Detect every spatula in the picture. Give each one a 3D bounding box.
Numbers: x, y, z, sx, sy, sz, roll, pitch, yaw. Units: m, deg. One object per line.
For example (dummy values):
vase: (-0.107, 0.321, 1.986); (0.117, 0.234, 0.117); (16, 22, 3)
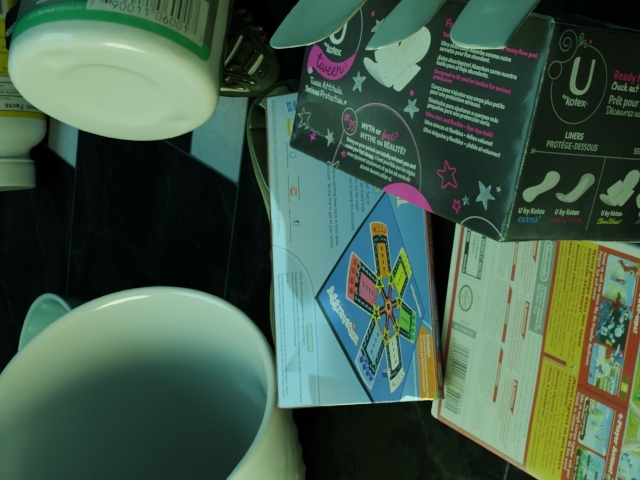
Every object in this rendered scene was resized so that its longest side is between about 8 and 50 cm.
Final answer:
spatula: (0.087, -0.188, 0.712); (0.168, 0.242, 0.019); (2, 130, 35)

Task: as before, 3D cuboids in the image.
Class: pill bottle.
pill bottle: (-0.179, -0.302, 1.087); (0.204, 0.204, 0.361); (-26, 51, 54)
pill bottle: (-0.530, -0.246, 1.696); (0.188, 0.187, 0.334); (-3, 90, 56)

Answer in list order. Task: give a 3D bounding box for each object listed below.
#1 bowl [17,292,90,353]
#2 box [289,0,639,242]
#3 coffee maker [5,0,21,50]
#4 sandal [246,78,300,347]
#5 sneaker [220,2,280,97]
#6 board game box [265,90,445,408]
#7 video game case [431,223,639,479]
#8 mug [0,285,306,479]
bowl: (-0.257, 0.216, 1.361); (0.311, 0.163, 0.312); (7, 98, 56)
box: (0.118, -0.101, 0.768); (0.247, 0.163, 0.142); (30, 114, 51)
coffee maker: (-0.366, -0.324, 1.531); (0.178, 0.120, 0.171); (-18, 51, 54)
sandal: (0.001, -0.001, 1.023); (0.086, 0.120, 0.303); (115, 147, -80)
sneaker: (-0.140, -0.212, 1.217); (0.271, 0.108, 0.100); (22, 76, 39)
board game box: (0.027, 0.001, 0.939); (0.145, 0.027, 0.282); (-6, 79, 20)
video game case: (0.192, 0.090, 0.801); (0.285, 0.025, 0.204); (25, 114, 53)
mug: (-0.195, 0.261, 1.076); (0.328, 0.373, 0.276); (78, -175, -45)
